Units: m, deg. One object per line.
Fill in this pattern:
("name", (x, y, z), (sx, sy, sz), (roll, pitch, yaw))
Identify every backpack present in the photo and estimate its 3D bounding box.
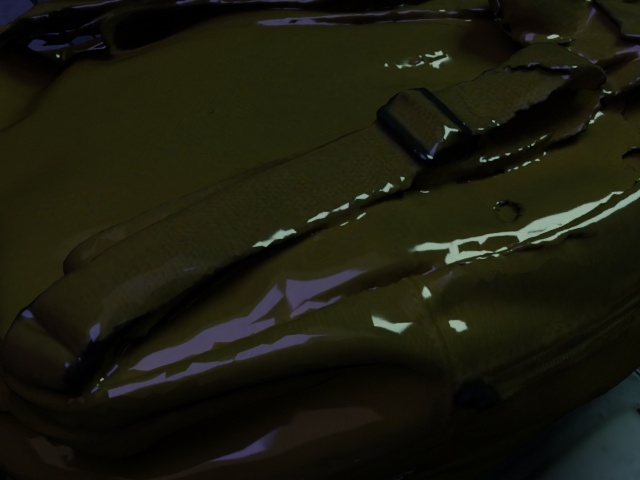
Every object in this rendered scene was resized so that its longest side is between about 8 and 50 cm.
("backpack", (-0.001, -0.003, 0.677), (0.378, 0.201, 0.353), (-13, 42, 0))
